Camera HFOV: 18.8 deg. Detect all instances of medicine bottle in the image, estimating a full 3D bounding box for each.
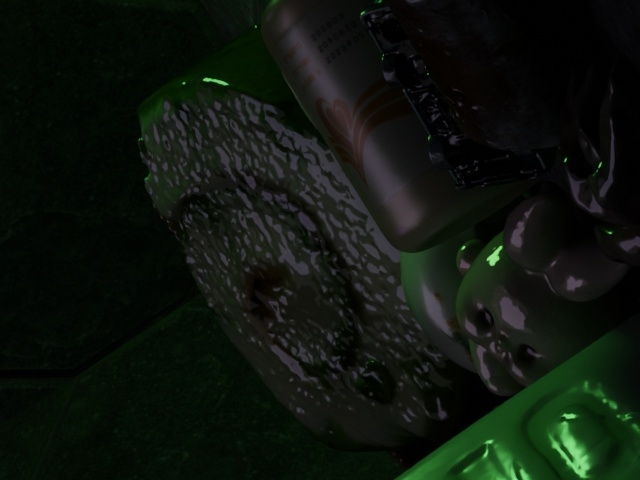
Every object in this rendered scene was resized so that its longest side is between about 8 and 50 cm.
[{"bbox_3d":[0.028,-0.122,1.118,0.252,0.114,0.114,58,178,8],"label":"medicine bottle"}]

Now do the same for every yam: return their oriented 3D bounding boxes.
[{"bbox_3d":[0.071,-0.107,0.878,0.079,0.079,0.141,54,179,45],"label":"yam"}]

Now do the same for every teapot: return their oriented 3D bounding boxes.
[{"bbox_3d":[0.118,0.031,1.347,0.226,0.092,0.145,48,-136,-26],"label":"teapot"}]

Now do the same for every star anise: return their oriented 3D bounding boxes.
[{"bbox_3d":[0.153,0.001,0.819,0.195,0.065,0.182,53,-179,-22],"label":"star anise"}]

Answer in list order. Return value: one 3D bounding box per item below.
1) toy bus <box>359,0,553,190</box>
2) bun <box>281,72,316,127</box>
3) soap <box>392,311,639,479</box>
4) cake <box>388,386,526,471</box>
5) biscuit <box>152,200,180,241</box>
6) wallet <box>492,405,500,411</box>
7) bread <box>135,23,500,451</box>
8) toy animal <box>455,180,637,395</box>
[{"bbox_3d":[0.077,-0.094,0.996,0.123,0.060,0.075,57,-141,-32],"label":"toy bus"},{"bbox_3d":[0.028,-0.122,1.337,0.183,0.102,0.183,55,-179,-1],"label":"bun"},{"bbox_3d":[0.103,0.194,1.034,0.115,0.347,0.208,56,179,-22],"label":"soap"},{"bbox_3d":[0.121,0.132,1.945,0.293,0.198,0.196,56,176,-39],"label":"cake"},{"bbox_3d":[-0.004,-0.020,1.775,0.232,0.237,0.013,56,176,-2],"label":"biscuit"},{"bbox_3d":[0.284,0.290,1.705,0.252,0.083,0.360,31,-162,-49],"label":"wallet"},{"bbox_3d":[0.000,0.000,1.595,0.382,0.129,0.366,39,146,21],"label":"bread"},{"bbox_3d":[0.131,0.035,1.174,0.124,0.124,0.212,56,-178,16],"label":"toy animal"}]
